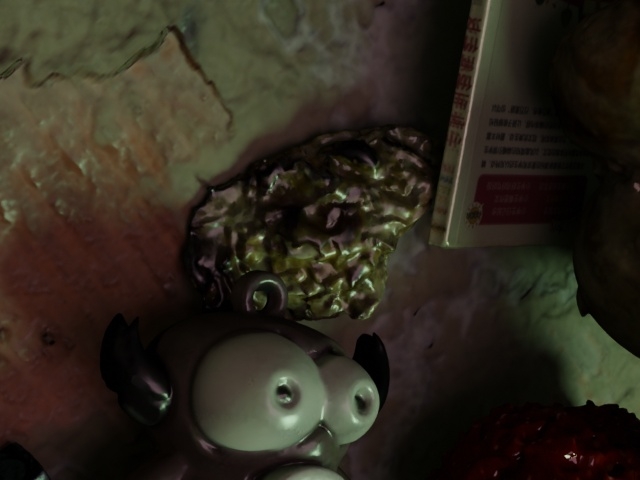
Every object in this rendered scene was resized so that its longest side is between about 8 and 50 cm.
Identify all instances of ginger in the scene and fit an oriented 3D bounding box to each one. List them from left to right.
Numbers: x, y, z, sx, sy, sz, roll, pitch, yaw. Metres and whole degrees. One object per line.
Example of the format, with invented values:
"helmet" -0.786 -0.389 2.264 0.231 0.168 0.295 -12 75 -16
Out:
"ginger" 0.241 0.047 1.031 0.176 0.375 0.256 -19 159 11

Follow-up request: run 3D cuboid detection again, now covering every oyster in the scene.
"oyster" 0.006 -0.006 1.037 0.177 0.056 0.105 -23 106 -18

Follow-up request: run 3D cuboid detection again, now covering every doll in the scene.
"doll" -0.044 0.145 0.980 0.182 0.117 0.257 9 91 -35

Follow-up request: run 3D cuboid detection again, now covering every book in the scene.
"book" 0.136 -0.109 1.071 0.162 0.022 0.232 -1 105 -50

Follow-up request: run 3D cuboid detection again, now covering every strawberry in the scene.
"strawberry" 0.144 0.175 1.103 0.201 0.184 0.187 -48 121 -45

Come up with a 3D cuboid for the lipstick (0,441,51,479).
"lipstick" -0.113 0.250 1.037 0.051 0.051 0.312 -38 120 -19
